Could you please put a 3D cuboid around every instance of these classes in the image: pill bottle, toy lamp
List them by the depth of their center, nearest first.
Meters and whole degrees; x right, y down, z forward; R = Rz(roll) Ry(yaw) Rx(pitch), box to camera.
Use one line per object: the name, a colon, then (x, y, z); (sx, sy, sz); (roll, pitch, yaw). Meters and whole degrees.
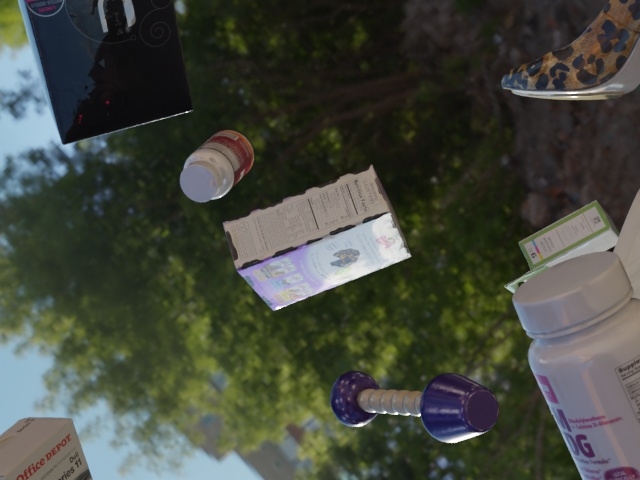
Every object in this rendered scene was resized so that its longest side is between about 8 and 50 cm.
toy lamp: (0.108, 0.190, 1.408); (0.080, 0.080, 0.275); (45, 158, -16)
pill bottle: (0.344, 0.167, 1.444); (0.160, 0.160, 0.283); (-78, -37, -79)
pill bottle: (-0.172, -0.119, 1.993); (0.086, 0.086, 0.152); (47, -151, -6)

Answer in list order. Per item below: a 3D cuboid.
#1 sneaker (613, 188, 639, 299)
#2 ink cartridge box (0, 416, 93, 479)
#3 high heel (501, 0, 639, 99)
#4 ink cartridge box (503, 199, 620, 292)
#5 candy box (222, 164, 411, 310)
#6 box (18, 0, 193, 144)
sneaker: (0.484, 0.077, 1.710); (0.169, 0.292, 0.108); (19, 170, 22)
ink cartridge box: (-0.370, 0.356, 1.605); (0.153, 0.087, 0.208); (-44, -56, -56)
high heel: (0.298, -0.244, 1.273); (0.093, 0.261, 0.186); (-6, -87, -47)
ink cartridge box: (0.413, 0.016, 2.128); (0.109, 0.209, 0.062); (28, -145, -63)
candy box: (0.000, 0.000, 1.510); (0.165, 0.196, 0.070); (58, -168, -66)
box: (-0.260, -0.272, 1.405); (0.143, 0.165, 0.270); (-124, 21, -53)
